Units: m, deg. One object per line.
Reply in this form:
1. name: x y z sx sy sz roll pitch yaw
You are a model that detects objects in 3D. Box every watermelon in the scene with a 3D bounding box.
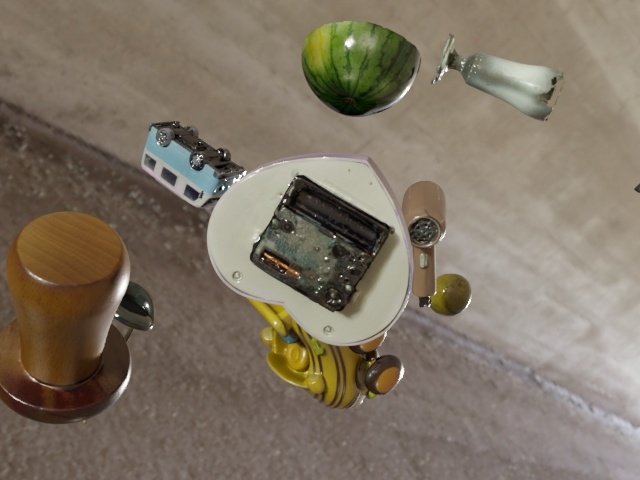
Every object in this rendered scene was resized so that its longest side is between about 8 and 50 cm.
1. watermelon: 0.032 -0.142 0.891 0.105 0.105 0.062 35 58 -46

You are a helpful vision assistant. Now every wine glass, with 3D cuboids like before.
1. wine glass: 0.224 -0.205 1.307 0.155 0.072 0.072 20 16 1

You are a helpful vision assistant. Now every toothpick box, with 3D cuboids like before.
1. toothpick box: -0.339 0.111 1.369 0.192 0.294 0.192 10 43 -9

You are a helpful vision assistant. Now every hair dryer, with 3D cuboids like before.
1. hair dryer: 0.148 0.018 1.460 0.117 0.064 0.182 -77 165 -64

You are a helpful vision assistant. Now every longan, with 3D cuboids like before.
1. longan: 0.204 0.082 1.624 0.075 0.075 0.083 49 43 -6

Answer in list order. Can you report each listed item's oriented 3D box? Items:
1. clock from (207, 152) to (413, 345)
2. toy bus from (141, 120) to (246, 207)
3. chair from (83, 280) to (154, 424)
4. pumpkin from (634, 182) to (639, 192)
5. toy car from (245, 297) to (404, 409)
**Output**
1. clock: 0.000 0.000 0.942 0.198 0.172 0.064 31 18 -2
2. toy bus: -0.159 -0.089 1.266 0.123 0.075 0.060 35 26 22
3. chair: -0.340 0.177 1.649 0.104 0.222 0.095 24 10 -41
4. pumpkin: 0.380 -0.068 1.074 0.035 0.101 0.073 28 14 -33
5. toy car: -0.007 0.130 1.377 0.200 0.142 0.248 39 -21 49
